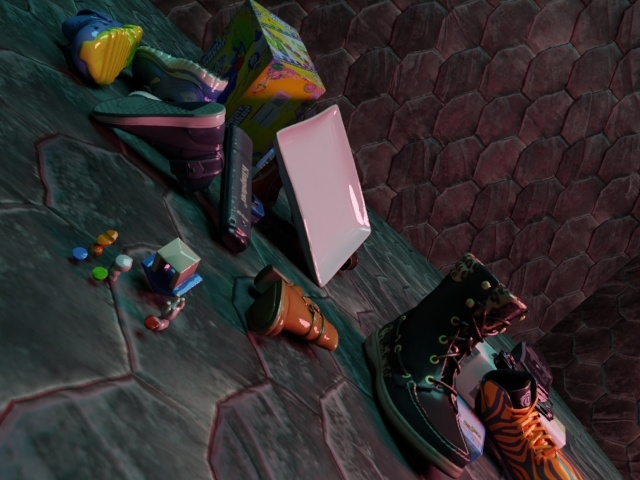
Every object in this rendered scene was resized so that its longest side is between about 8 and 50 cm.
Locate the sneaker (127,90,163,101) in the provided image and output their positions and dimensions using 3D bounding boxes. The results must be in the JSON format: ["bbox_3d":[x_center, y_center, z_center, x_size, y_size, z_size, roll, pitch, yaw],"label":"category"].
[{"bbox_3d":[-0.284,-0.212,1.185,0.229,0.087,0.092,42,9,-24],"label":"sneaker"}]

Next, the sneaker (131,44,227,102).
[{"bbox_3d":[-0.348,-0.340,1.347,0.130,0.147,0.330,22,5,-45],"label":"sneaker"}]

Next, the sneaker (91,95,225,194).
[{"bbox_3d":[-0.278,-0.162,1.048,0.227,0.163,0.086,6,38,2],"label":"sneaker"}]

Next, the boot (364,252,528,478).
[{"bbox_3d":[0.232,0.192,1.037,0.138,0.284,0.377,41,11,-18],"label":"boot"}]

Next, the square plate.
[{"bbox_3d":[0.007,-0.115,1.378,0.347,0.049,0.343,-44,121,-59],"label":"square plate"}]

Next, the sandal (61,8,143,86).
[{"bbox_3d":[-0.457,-0.399,1.206,0.138,0.126,0.317,24,14,-16],"label":"sandal"}]

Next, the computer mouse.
[{"bbox_3d":[0.492,0.325,1.452,0.188,0.072,0.272,53,25,10],"label":"computer mouse"}]

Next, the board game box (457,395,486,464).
[{"bbox_3d":[0.266,0.352,1.220,0.160,0.039,0.211,47,12,14],"label":"board game box"}]

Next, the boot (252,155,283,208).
[{"bbox_3d":[-0.099,-0.164,1.442,0.088,0.176,0.244,42,10,-6],"label":"boot"}]

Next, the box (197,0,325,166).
[{"bbox_3d":[-0.178,-0.406,1.552,0.177,0.290,0.279,21,36,-42],"label":"box"}]

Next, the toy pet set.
[{"bbox_3d":[-0.200,0.044,0.679,0.122,0.065,0.114,43,46,7],"label":"toy pet set"}]

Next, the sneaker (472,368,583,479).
[{"bbox_3d":[0.427,0.393,1.238,0.321,0.125,0.179,44,-37,51],"label":"sneaker"}]

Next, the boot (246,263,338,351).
[{"bbox_3d":[-0.033,0.123,0.909,0.152,0.073,0.197,46,13,-16],"label":"boot"}]

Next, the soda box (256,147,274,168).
[{"bbox_3d":[-0.235,-0.312,1.759,0.210,0.071,0.067,43,11,-11],"label":"soda box"}]

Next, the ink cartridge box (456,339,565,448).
[{"bbox_3d":[0.454,0.393,1.536,0.353,0.119,0.207,49,13,19],"label":"ink cartridge box"}]

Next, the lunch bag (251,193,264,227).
[{"bbox_3d":[-0.150,-0.063,1.172,0.067,0.065,0.098,39,12,-25],"label":"lunch bag"}]

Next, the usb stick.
[{"bbox_3d":[-0.154,-0.101,1.096,0.077,0.045,0.277,58,21,-47],"label":"usb stick"}]

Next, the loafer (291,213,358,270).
[{"bbox_3d":[0.000,0.000,1.495,0.220,0.080,0.078,44,36,0],"label":"loafer"}]
